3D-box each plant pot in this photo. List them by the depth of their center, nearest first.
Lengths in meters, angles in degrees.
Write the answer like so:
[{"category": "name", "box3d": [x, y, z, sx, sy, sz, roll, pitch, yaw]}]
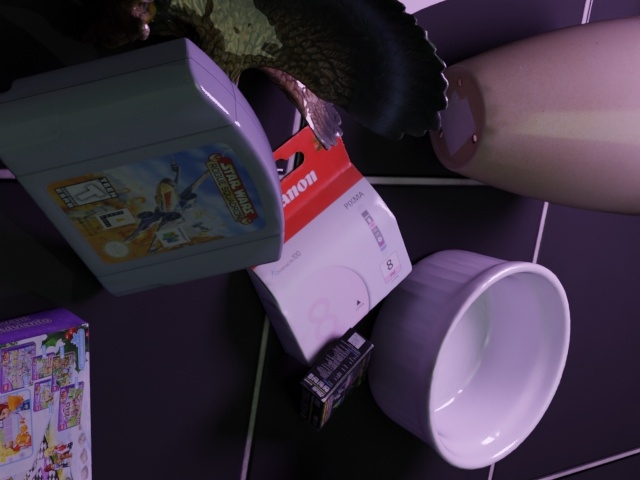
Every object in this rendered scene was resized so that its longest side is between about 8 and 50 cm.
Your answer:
[{"category": "plant pot", "box3d": [0.282, -0.150, 1.267, 0.274, 0.256, 0.256, -4, 109, -25]}]

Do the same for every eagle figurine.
[{"category": "eagle figurine", "box3d": [-0.058, -0.184, 0.943, 0.298, 0.226, 0.225, 3, 138, -26]}]

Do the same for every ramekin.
[{"category": "ramekin", "box3d": [0.189, 0.145, 1.340, 0.277, 0.135, 0.277, -16, 115, -38]}]

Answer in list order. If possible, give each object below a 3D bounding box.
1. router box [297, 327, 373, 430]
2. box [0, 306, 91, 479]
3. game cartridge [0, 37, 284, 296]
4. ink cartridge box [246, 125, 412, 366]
[{"category": "router box", "box3d": [0.016, 0.166, 1.215, 0.092, 0.038, 0.122, -47, 164, -22]}, {"category": "box", "box3d": [-0.315, 0.223, 0.955, 0.201, 0.057, 0.293, -12, 113, -40]}, {"category": "game cartridge", "box3d": [-0.138, -0.049, 0.891, 0.297, 0.198, 0.062, 68, 14, -58]}, {"category": "ink cartridge box", "box3d": [0.000, 0.000, 1.170, 0.189, 0.066, 0.232, -41, 133, -24]}]
